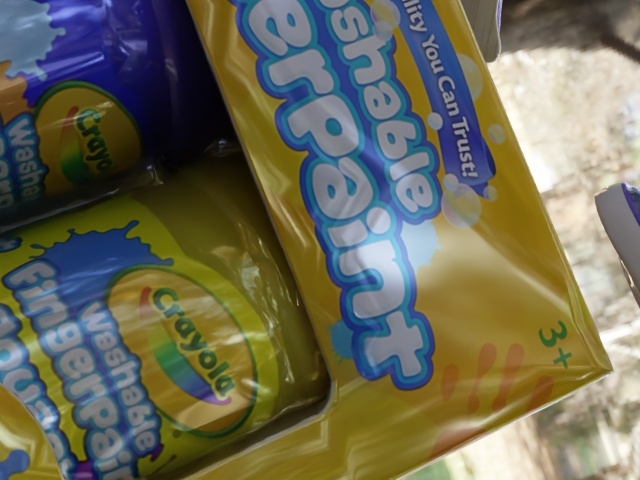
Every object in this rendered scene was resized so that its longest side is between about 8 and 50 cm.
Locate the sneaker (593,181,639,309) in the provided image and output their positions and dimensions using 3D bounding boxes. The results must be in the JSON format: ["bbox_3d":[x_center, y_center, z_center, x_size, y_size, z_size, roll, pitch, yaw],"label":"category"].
[{"bbox_3d":[0.389,0.027,0.984,0.130,0.236,0.323,55,11,-41],"label":"sneaker"}]

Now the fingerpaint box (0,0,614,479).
[{"bbox_3d":[-0.143,-0.076,0.478,0.163,0.371,0.445,-26,-95,66],"label":"fingerpaint box"}]

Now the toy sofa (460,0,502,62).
[{"bbox_3d":[0.144,-0.383,1.344,0.150,0.177,0.362,-77,175,-50],"label":"toy sofa"}]
